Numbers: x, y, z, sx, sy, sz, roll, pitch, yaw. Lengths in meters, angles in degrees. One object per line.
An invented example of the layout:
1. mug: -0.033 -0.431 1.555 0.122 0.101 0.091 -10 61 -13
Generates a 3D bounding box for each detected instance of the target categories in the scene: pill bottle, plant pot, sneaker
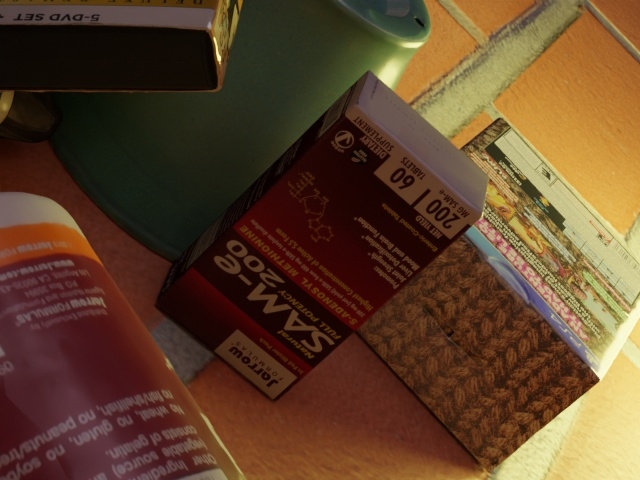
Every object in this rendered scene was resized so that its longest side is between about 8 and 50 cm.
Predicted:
1. pill bottle: -0.126 0.188 0.904 0.392 0.224 0.224 55 27 17
2. plant pot: -0.057 -0.151 1.464 0.272 0.255 0.271 34 28 -21
3. sneaker: -0.262 -0.162 1.387 0.106 0.078 0.234 25 33 -48

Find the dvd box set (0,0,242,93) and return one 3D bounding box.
1. dvd box set: -0.195 -0.269 1.346 0.308 0.062 0.420 2 45 9

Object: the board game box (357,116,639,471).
1. board game box: 0.164 0.040 1.646 0.232 0.141 0.291 47 26 3

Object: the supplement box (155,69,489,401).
1. supplement box: 0.000 0.000 1.345 0.130 0.239 0.073 40 28 -12
